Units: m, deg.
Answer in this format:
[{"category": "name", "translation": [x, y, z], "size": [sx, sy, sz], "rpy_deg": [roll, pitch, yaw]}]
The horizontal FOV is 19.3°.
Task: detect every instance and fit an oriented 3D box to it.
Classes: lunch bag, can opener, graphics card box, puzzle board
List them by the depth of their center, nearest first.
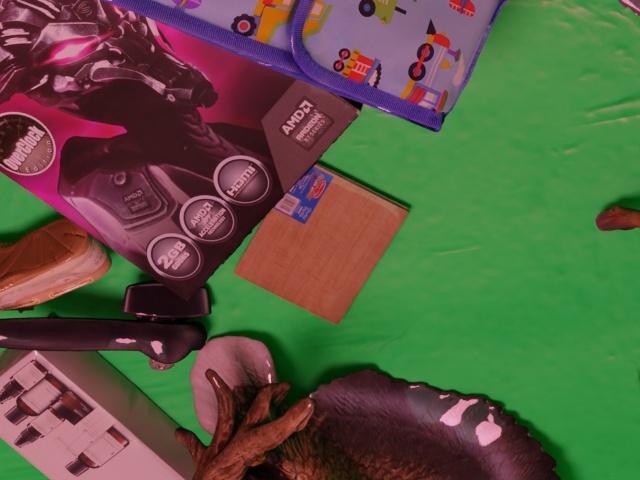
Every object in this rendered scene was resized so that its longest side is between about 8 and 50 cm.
[{"category": "lunch bag", "translation": [0.013, -0.215, 1.254], "size": [0.293, 0.138, 0.221], "rpy_deg": [19, 94, -19]}, {"category": "graphics card box", "translation": [-0.174, -0.146, 1.383], "size": [0.371, 0.094, 0.233], "rpy_deg": [36, 121, -14]}, {"category": "puzzle board", "translation": [0.000, 0.000, 1.495], "size": [0.096, 0.011, 0.128], "rpy_deg": [27, 122, -6]}, {"category": "can opener", "translation": [-0.181, 0.074, 1.531], "size": [0.186, 0.059, 0.073], "rpy_deg": [-3, 81, -9]}]

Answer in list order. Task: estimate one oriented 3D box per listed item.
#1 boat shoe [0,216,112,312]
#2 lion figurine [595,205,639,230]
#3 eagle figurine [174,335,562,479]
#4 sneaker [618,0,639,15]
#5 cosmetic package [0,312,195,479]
[{"category": "boat shoe", "translation": [-0.246, 0.033, 1.531], "size": [0.170, 0.063, 0.059], "rpy_deg": [-16, 143, 25]}, {"category": "lion figurine", "translation": [0.385, 0.031, 1.310], "size": [0.392, 0.240, 0.142], "rpy_deg": [-4, 122, 13]}, {"category": "eagle figurine", "translation": [0.020, 0.217, 1.556], "size": [0.298, 0.225, 0.226], "rpy_deg": [18, 174, -37]}, {"category": "sneaker", "translation": [0.336, -0.178, 1.275], "size": [0.319, 0.112, 0.131], "rpy_deg": [17, 113, -7]}, {"category": "cosmetic package", "translation": [-0.182, 0.179, 1.613], "size": [0.099, 0.060, 0.239], "rpy_deg": [-37, 110, 29]}]
